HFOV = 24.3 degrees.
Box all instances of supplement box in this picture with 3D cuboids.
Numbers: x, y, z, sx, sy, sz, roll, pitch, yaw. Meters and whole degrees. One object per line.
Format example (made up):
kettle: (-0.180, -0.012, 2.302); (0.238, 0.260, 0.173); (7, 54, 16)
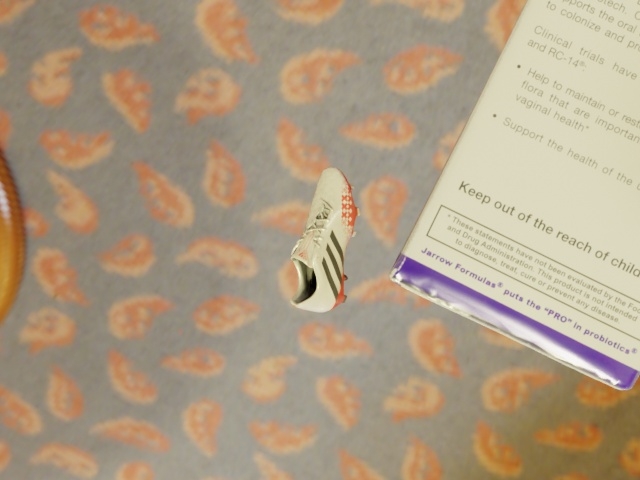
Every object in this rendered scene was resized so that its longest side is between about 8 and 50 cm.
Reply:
supplement box: (0.129, -0.063, 0.638); (0.114, 0.111, 0.220); (25, 98, 6)

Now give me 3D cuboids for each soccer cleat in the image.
soccer cleat: (0.000, 0.000, 0.840); (0.029, 0.035, 0.083); (14, 102, 47)
